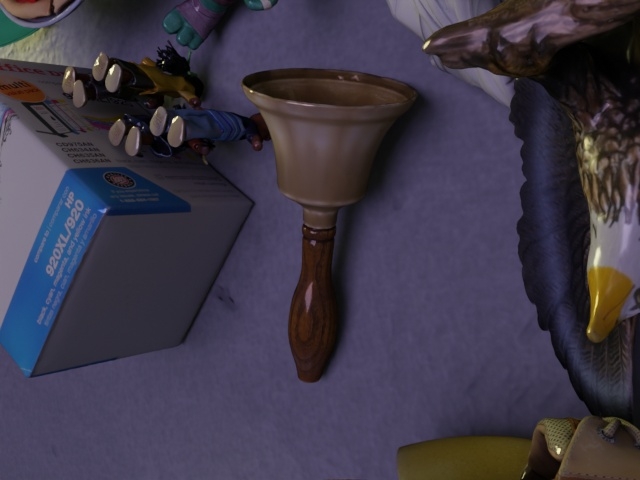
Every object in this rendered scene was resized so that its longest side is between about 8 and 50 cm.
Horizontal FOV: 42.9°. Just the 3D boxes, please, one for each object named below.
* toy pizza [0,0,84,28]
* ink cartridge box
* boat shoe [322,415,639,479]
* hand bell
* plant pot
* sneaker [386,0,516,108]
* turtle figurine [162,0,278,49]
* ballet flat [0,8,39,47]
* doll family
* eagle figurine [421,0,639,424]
[{"bbox_3d":[-0.238,-0.283,0.692,0.201,0.032,0.201,-2,86,37],"label":"toy pizza"},{"bbox_3d":[-0.219,-0.030,0.712,0.233,0.171,0.168,40,114,25],"label":"ink cartridge box"},{"bbox_3d":[0.147,0.149,0.426,0.324,0.122,0.119,-7,70,-6],"label":"boat shoe"},{"bbox_3d":[0.000,0.000,0.625,0.126,0.126,0.241,19,117,32],"label":"hand bell"},{"bbox_3d":[0.121,0.182,0.533,0.095,0.134,0.134,-25,78,9],"label":"plant pot"},{"bbox_3d":[0.072,-0.181,0.495,0.115,0.090,0.232,22,147,42],"label":"sneaker"},{"bbox_3d":[-0.055,-0.250,0.615,0.234,0.118,0.175,-24,82,45],"label":"turtle figurine"},{"bbox_3d":[-0.272,-0.280,0.798,0.247,0.083,0.087,-28,54,33],"label":"ballet flat"},{"bbox_3d":[-0.120,-0.111,0.680,0.193,0.111,0.076,46,118,29],"label":"doll family"},{"bbox_3d":[0.181,-0.031,0.424,0.225,0.298,0.226,-45,40,4],"label":"eagle figurine"}]
